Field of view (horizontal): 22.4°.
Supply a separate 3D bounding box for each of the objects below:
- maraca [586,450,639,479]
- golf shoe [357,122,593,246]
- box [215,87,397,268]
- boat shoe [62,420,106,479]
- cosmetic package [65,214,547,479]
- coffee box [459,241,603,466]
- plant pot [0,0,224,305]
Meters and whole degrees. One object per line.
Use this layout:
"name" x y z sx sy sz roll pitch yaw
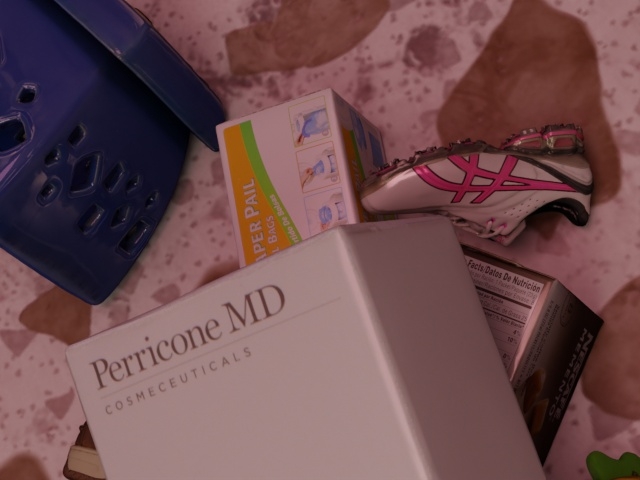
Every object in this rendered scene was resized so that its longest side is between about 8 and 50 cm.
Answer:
"maraca" 0.222 0.207 1.101 0.127 0.185 0.099 32 119 0
"golf shoe" 0.122 -0.036 1.232 0.186 0.067 0.086 -10 84 -11
"box" 0.000 0.000 1.281 0.103 0.114 0.203 -17 71 18
"boat shoe" -0.087 0.176 1.282 0.257 0.095 0.095 12 75 25
"cosmetic package" 0.035 0.235 1.017 0.230 0.161 0.453 -25 81 28
"coffee box" 0.103 0.140 1.185 0.098 0.141 0.246 21 83 27
"plant pot" -0.230 -0.117 1.351 0.212 0.236 0.236 -47 63 -2
